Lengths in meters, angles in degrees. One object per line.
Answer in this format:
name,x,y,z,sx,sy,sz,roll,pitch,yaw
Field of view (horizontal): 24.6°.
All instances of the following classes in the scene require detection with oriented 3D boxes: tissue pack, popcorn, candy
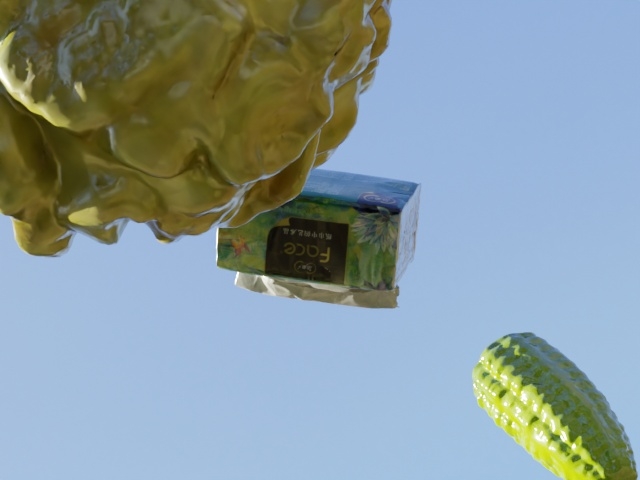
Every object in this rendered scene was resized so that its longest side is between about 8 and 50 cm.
tissue pack,-0.001,0.001,0.895,0.111,0.079,0.085,7,15,11
popcorn,-0.076,-0.108,0.656,0.235,0.217,0.181,-46,-11,1
candy,0.219,0.164,1.333,0.096,0.209,0.097,-12,-59,-20
